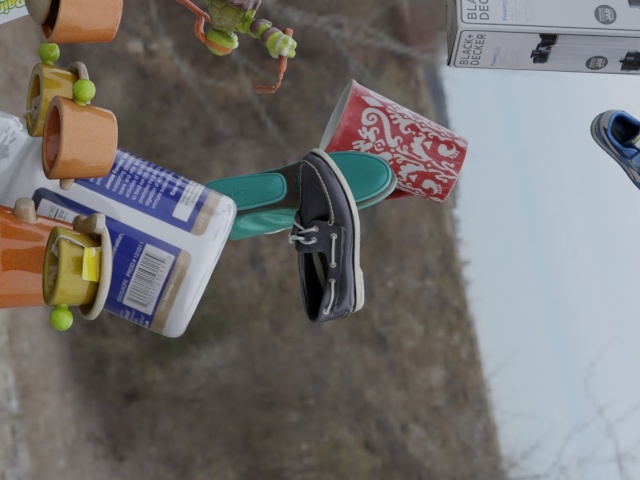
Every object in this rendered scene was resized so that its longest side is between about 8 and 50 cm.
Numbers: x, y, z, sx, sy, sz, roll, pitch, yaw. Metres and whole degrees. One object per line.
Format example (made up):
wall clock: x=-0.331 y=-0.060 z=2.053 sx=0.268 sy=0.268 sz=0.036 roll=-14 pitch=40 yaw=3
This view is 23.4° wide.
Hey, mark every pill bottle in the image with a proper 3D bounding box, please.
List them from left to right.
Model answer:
pill bottle: x=-0.228 y=-0.022 z=1.521 sx=0.153 sy=0.264 sz=0.153 roll=-156 pitch=-90 yaw=-88

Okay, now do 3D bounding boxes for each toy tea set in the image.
toy tea set: x=-0.259 y=-0.083 z=1.364 sx=0.200 sy=0.124 sz=0.336 roll=159 pitch=-65 yaw=-65

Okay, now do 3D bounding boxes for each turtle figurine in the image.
turtle figurine: x=-0.104 y=-0.321 z=1.929 sx=0.269 sy=0.087 sz=0.217 roll=46 pitch=-60 yaw=45

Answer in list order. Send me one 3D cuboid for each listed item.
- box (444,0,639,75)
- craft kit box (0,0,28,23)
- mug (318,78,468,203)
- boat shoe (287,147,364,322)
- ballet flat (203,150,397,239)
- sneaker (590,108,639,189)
box: x=0.300 y=-0.296 z=1.898 sx=0.087 sy=0.289 sz=0.169 roll=96 pitch=-4 yaw=-63
craft kit box: x=-0.412 y=-0.391 z=1.948 sx=0.061 sy=0.250 sz=0.247 roll=35 pitch=-45 yaw=28
mug: x=0.090 y=-0.116 z=1.990 sx=0.150 sy=0.169 sz=0.113 roll=128 pitch=-17 yaw=-66
boat shoe: x=0.000 y=0.000 z=1.711 sx=0.075 sy=0.065 sz=0.206 roll=27 pitch=-45 yaw=49
ballet flat: x=-0.024 y=-0.051 z=1.857 sx=0.087 sy=0.247 sz=0.083 roll=61 pitch=23 yaw=-60
sneaker: x=0.375 y=-0.098 z=1.793 sx=0.144 sy=0.053 sz=0.059 roll=40 pitch=-11 yaw=5
